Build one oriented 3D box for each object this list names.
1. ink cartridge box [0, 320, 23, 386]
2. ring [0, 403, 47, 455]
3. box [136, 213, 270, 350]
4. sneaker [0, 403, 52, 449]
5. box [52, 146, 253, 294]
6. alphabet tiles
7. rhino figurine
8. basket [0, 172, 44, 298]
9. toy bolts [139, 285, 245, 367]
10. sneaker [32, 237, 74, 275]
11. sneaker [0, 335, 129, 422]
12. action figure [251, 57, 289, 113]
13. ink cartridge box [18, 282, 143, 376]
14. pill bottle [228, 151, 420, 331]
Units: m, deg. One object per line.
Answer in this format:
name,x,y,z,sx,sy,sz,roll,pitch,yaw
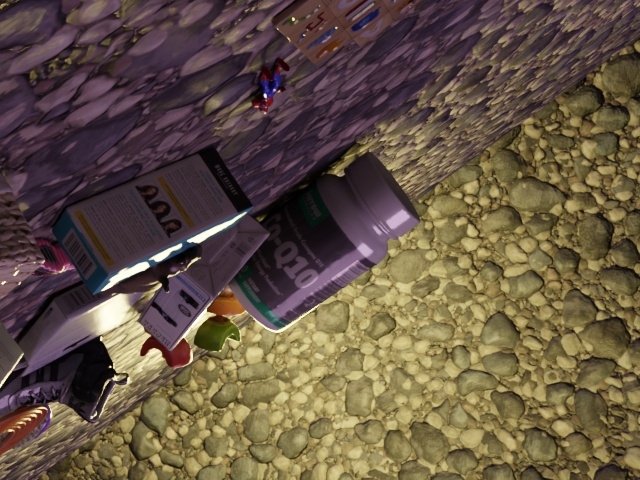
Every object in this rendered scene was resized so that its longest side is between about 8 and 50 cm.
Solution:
ink cartridge box,-0.530,0.234,1.216,0.308,0.091,0.385,-34,-171,1
ring,-0.547,0.327,1.497,0.336,0.032,0.336,-35,173,-5
box,-0.210,0.068,1.818,0.169,0.087,0.290,-51,-178,-31
sneaker,-0.588,0.337,1.964,0.293,0.102,0.146,-27,-177,31
box,-0.208,-0.029,1.322,0.244,0.100,0.060,-28,171,-41
alphabet tiles,0.085,-0.310,1.193,0.285,0.011,0.342,-37,172,8
rhino figurine,-0.241,0.034,1.435,0.106,0.073,0.243,-32,-163,-37
basket,-0.347,0.011,0.945,0.113,0.103,0.167,-37,173,19
toy bolts,-0.279,0.132,2.059,0.228,0.218,0.159,-24,124,-62
sneaker,-0.349,0.029,1.304,0.057,0.047,0.119,-24,173,7
sneaker,-0.456,0.256,1.766,0.268,0.153,0.101,-32,156,-33
action figure,-0.063,-0.183,1.278,0.038,0.030,0.115,-38,176,-19
ink cartridge box,-0.377,0.117,1.694,0.223,0.045,0.224,-30,170,-46
pill bottle,0.000,0.000,2.026,0.361,0.204,0.204,-37,172,12
